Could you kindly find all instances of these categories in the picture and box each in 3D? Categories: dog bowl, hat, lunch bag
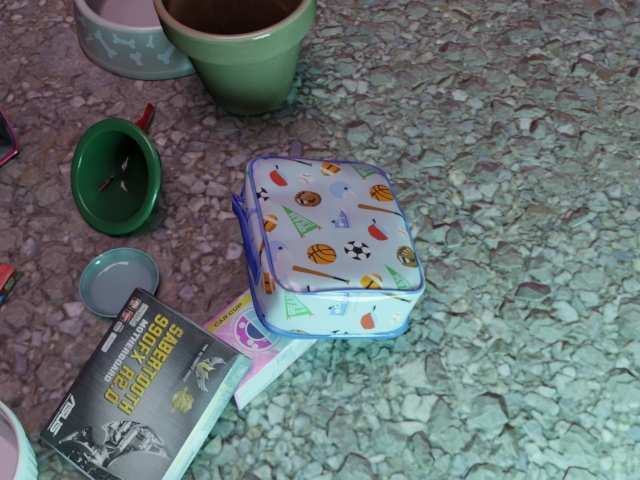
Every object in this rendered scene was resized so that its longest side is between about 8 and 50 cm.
[{"bbox_3d":[-0.308,-0.466,1.436,0.348,0.102,0.349,-1,56,1],"label":"dog bowl"},{"bbox_3d":[-0.289,-0.118,1.252,0.172,0.183,0.209,16,100,20],"label":"hat"},{"bbox_3d":[0.000,0.000,1.059,0.243,0.115,0.303,0,43,-17],"label":"lunch bag"}]

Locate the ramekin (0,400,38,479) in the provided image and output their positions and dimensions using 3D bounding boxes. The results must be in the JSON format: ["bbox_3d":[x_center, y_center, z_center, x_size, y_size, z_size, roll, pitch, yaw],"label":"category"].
[{"bbox_3d":[-0.454,0.298,0.932,0.207,0.109,0.207,-1,57,2],"label":"ramekin"}]

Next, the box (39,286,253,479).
[{"bbox_3d":[-0.225,0.204,0.973,0.183,0.056,0.231,29,82,22],"label":"box"}]

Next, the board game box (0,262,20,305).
[{"bbox_3d":[-0.574,0.141,1.089,0.145,0.027,0.281,14,58,13],"label":"board game box"}]

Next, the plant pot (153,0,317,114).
[{"bbox_3d":[-0.133,-0.342,1.269,0.262,0.229,0.263,-1,57,1],"label":"plant pot"}]

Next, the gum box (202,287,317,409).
[{"bbox_3d":[-0.082,0.130,1.055,0.188,0.062,0.107,-40,64,-22],"label":"gum box"}]

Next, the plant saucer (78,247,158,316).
[{"bbox_3d":[-0.301,0.066,1.130,0.119,0.021,0.119,-1,57,1],"label":"plant saucer"}]

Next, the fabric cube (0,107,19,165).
[{"bbox_3d":[-0.695,-0.211,1.193,0.258,0.254,0.259,35,65,24],"label":"fabric cube"}]
